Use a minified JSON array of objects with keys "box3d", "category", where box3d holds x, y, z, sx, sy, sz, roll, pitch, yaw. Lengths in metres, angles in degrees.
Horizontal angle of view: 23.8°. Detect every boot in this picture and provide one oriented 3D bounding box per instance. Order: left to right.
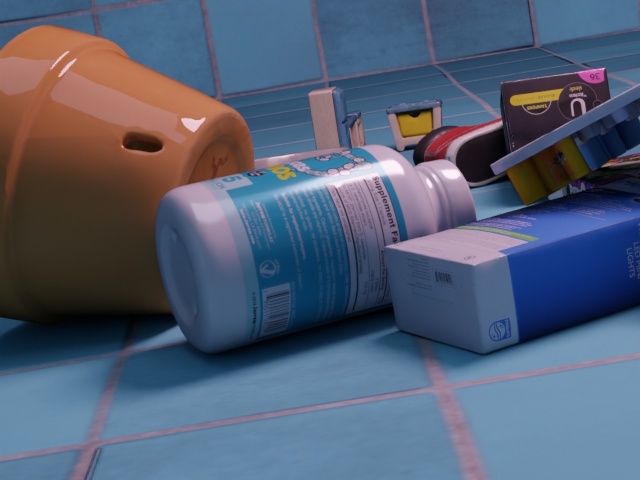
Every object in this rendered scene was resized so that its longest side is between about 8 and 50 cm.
[{"box3d":[0.248,-0.135,1.965,0.244,0.088,0.176,-16,11,-14],"category":"boot"}]

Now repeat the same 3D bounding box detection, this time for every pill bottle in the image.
[{"box3d":[0.000,0.000,1.324,0.264,0.146,0.146,-13,12,-21],"category":"pill bottle"}]

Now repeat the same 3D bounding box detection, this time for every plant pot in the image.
[{"box3d":[-0.194,-0.046,1.460,0.203,0.291,0.291,13,18,19],"category":"plant pot"}]

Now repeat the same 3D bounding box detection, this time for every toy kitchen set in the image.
[{"box3d":[0.086,-0.177,2.199,0.166,0.122,0.207,-7,12,11],"category":"toy kitchen set"}]

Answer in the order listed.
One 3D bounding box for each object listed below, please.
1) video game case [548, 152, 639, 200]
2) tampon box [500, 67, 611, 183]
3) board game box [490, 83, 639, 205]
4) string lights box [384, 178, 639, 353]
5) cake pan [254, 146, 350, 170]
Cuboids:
[{"box3d":[0.383,-0.067,1.613,0.232,0.042,0.210,-11,10,-9],"category":"video game case"},{"box3d":[0.274,-0.132,1.772,0.120,0.101,0.161,-8,-5,5],"category":"tampon box"},{"box3d":[0.375,-0.155,1.397,0.390,0.050,0.390,-28,-2,21],"category":"board game box"},{"box3d":[0.200,0.015,1.261,0.260,0.077,0.133,-15,13,-26],"category":"string lights box"},{"box3d":[-0.086,-0.068,1.861,0.293,0.054,0.293,-9,2,0],"category":"cake pan"}]
